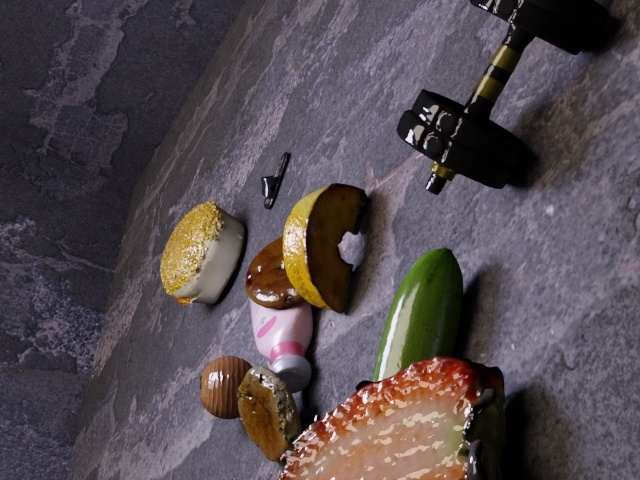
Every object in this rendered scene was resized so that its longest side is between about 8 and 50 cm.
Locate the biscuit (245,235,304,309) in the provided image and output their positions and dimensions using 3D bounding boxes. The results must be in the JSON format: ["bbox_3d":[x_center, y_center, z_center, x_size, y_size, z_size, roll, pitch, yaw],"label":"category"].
[{"bbox_3d":[-0.063,0.053,1.773,0.212,0.036,0.212,-19,39,16],"label":"biscuit"}]

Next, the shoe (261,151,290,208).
[{"bbox_3d":[-0.128,-0.162,2.248,0.062,0.053,0.159,15,82,65],"label":"shoe"}]

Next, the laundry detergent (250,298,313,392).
[{"bbox_3d":[-0.074,0.167,1.763,0.159,0.088,0.335,-47,30,22],"label":"laundry detergent"}]

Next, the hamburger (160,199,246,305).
[{"bbox_3d":[-0.332,0.038,2.373,0.294,0.179,0.276,-59,23,25],"label":"hamburger"}]

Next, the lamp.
[{"bbox_3d":[-0.194,0.315,1.858,0.136,0.136,0.136,-50,28,40],"label":"lamp"}]

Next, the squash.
[{"bbox_3d":[0.125,0.199,1.224,0.107,0.107,0.394,-18,56,64],"label":"squash"}]

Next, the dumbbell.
[{"bbox_3d":[0.249,-0.235,1.220,0.388,0.185,0.185,-63,22,17],"label":"dumbbell"}]

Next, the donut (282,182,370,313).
[{"bbox_3d":[-0.001,-0.006,1.630,0.101,0.152,0.258,-1,66,40],"label":"donut"}]

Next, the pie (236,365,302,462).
[{"bbox_3d":[-0.095,0.330,1.624,0.195,0.046,0.195,33,131,47],"label":"pie"}]

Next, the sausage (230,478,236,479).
[{"bbox_3d":[-0.201,0.531,1.830,0.100,0.015,0.015,-55,25,31],"label":"sausage"}]

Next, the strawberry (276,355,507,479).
[{"bbox_3d":[0.101,0.274,1.092,0.307,0.137,0.233,-20,39,31],"label":"strawberry"}]
